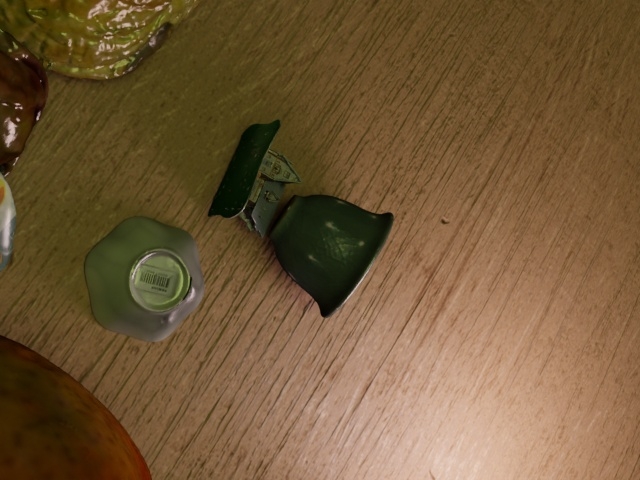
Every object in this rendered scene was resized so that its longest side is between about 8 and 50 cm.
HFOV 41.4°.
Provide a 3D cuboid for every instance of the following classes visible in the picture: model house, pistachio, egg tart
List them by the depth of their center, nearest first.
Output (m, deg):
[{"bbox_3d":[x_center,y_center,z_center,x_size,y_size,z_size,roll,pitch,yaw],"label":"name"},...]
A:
[{"bbox_3d":[-0.433,-0.181,1.097,0.165,0.130,0.210,-9,113,-25],"label":"pistachio"},{"bbox_3d":[-0.314,-0.385,1.152,0.352,0.153,0.339,22,83,-27],"label":"egg tart"},{"bbox_3d":[-0.088,-0.089,1.306,0.088,0.117,0.167,30,73,-31],"label":"model house"}]

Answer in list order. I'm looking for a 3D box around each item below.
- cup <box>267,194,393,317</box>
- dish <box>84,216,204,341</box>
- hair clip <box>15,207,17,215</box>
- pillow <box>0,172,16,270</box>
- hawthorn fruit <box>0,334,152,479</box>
[{"bbox_3d":[0.000,0.000,1.334,0.150,0.199,0.199,34,73,-7],"label":"cup"},{"bbox_3d":[-0.245,0.058,1.241,0.191,0.066,0.190,0,90,-30],"label":"dish"},{"bbox_3d":[-0.490,-0.071,1.118,0.188,0.033,0.060,31,76,-26],"label":"hair clip"},{"bbox_3d":[-0.504,-0.025,1.061,0.233,0.086,0.214,-20,118,-14],"label":"pillow"},{"bbox_3d":[-0.424,0.317,0.951,0.472,0.472,0.471,0,91,-30],"label":"hawthorn fruit"}]
